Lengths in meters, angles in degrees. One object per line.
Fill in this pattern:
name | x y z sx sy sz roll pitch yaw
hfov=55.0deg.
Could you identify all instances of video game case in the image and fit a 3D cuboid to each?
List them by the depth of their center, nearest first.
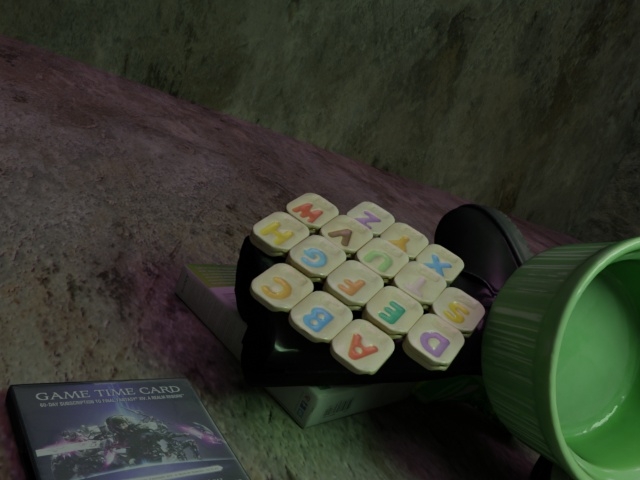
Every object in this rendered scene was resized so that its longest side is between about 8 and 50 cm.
video game case | -0.157 0.222 0.565 0.196 0.026 0.274 9 22 -41

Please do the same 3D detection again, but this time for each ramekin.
ramekin | 0.343 0.142 0.738 0.304 0.303 0.148 18 -4 -20

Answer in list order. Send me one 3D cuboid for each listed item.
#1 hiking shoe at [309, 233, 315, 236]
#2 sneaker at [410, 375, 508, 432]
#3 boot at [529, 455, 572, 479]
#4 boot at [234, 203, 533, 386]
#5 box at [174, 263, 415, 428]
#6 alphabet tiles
hiking shoe | 0.000 0.000 1.330 0.227 0.086 0.114 17 22 -19
sneaker | 0.284 0.235 0.946 0.296 0.109 0.123 3 59 -14
boot | 0.345 0.351 0.755 0.176 0.088 0.244 32 15 20
boot | 0.094 0.053 0.892 0.446 0.146 0.367 2 33 -18
box | -0.039 0.138 0.925 0.232 0.058 0.322 4 28 -49
alphabet tiles | 0.058 0.039 0.753 0.284 0.021 0.278 35 40 17
